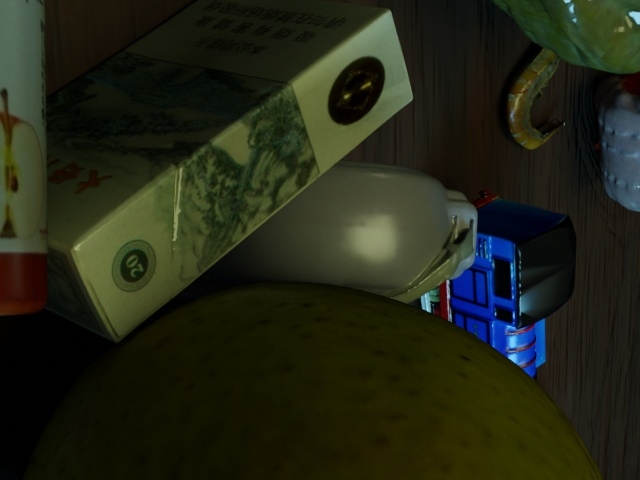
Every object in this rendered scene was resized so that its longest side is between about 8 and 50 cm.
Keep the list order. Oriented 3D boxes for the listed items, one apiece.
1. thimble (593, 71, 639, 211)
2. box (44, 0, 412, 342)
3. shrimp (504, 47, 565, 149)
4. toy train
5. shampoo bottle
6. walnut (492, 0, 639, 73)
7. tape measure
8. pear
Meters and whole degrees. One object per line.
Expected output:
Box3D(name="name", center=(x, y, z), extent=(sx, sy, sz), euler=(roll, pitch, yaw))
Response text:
Box3D(name="thimble", center=(0.364, -0.110, 1.187), extent=(0.189, 0.163, 0.125), euler=(-20, 117, -26))
Box3D(name="box", center=(-0.088, -0.061, 0.720), extent=(0.256, 0.164, 0.069), euler=(-41, 129, -30))
Box3D(name="shrimp", center=(0.212, -0.146, 1.116), extent=(0.091, 0.025, 0.127), euler=(36, 80, -46))
Box3D(name="toy train", center=(0.149, 0.066, 1.037), extent=(0.082, 0.131, 0.204), euler=(-25, 120, -40))
Box3D(name="shampoo bottle", center=(-0.186, -0.103, 0.574), extent=(0.104, 0.104, 0.278), euler=(0, 88, -47))
Box3D(name="walnut", center=(0.226, -0.260, 0.946), extent=(0.283, 0.227, 0.283), euler=(-7, 98, -54))
Box3D(name="tape measure", center=(-0.004, 0.000, 0.814), extent=(0.178, 0.196, 0.105), euler=(5, 90, -40))
Box3D(name="pear", center=(-0.005, 0.202, 0.669), extent=(0.362, 0.418, 0.362), euler=(0, 90, -14))
